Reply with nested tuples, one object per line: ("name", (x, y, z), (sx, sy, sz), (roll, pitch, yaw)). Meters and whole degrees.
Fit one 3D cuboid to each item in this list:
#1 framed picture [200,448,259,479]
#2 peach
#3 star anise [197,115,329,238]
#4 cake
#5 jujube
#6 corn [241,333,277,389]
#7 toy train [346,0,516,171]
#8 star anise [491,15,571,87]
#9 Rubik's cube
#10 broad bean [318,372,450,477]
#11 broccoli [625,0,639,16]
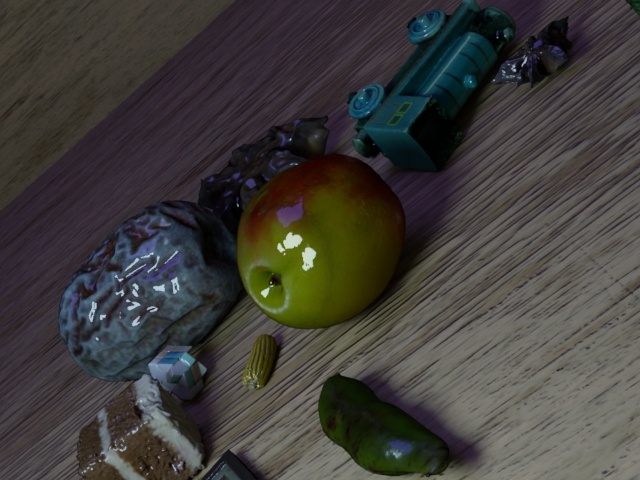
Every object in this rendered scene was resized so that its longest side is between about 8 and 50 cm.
("framed picture", (-0.123, 0.337, 1.429), (0.128, 0.023, 0.168), (-49, 24, -7))
("peach", (0.000, 0.000, 1.532), (0.231, 0.231, 0.231), (-37, 25, 20))
("star anise", (-0.110, -0.095, 2.005), (0.315, 0.108, 0.315), (-29, 31, 19))
("cake", (-0.241, 0.284, 1.590), (0.147, 0.134, 0.135), (-36, 24, 0))
("jujube", (-0.275, 0.084, 1.853), (0.317, 0.226, 0.226), (-39, 24, 18))
("corn", (-0.083, 0.168, 1.623), (0.037, 0.037, 0.092), (-30, 27, 32))
("toy train", (0.175, -0.237, 1.758), (0.298, 0.120, 0.194), (-53, 31, -16))
("star anise", (0.296, -0.251, 1.641), (0.129, 0.056, 0.124), (-30, 28, 32))
("Rubik's cube", (-0.203, 0.199, 1.732), (0.073, 0.084, 0.075), (-5, 39, 27))
("broad bean", (0.055, 0.208, 1.291), (0.077, 0.061, 0.339), (-38, 22, -11))
("broccoli", (0.455, -0.320, 1.210), (0.297, 0.297, 0.297), (-12, 19, 4))
